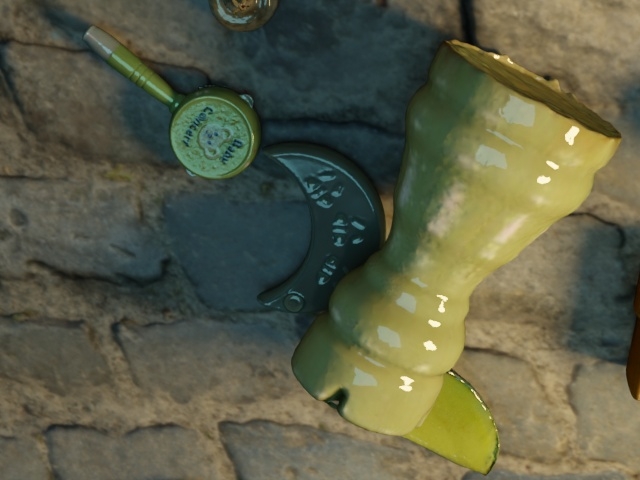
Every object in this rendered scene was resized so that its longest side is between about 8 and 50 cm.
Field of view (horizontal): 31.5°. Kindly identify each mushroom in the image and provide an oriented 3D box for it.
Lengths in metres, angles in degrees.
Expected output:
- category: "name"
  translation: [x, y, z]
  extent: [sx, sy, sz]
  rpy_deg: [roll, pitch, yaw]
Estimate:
- category: "mushroom"
  translation: [-0.093, -0.285, 1.338]
  extent: [0.085, 0.079, 0.085]
  rpy_deg: [3, 114, 6]

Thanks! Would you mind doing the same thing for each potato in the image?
- category: "potato"
  translation: [0.165, 0.226, 1.508]
  extent: [0.198, 0.054, 0.119]
  rpy_deg: [40, 110, -10]

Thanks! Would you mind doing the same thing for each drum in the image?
- category: "drum"
  translation: [-0.194, -0.161, 1.418]
  extent: [0.253, 0.049, 0.130]
  rpy_deg: [24, 112, 0]

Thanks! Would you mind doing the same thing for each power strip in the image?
- category: "power strip"
  translation: [0.000, 0.000, 1.447]
  extent: [0.167, 0.054, 0.253]
  rpy_deg: [4, 110, 9]

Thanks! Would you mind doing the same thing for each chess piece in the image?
- category: "chess piece"
  translation: [0.142, 0.010, 1.323]
  extent: [0.234, 0.234, 0.442]
  rpy_deg: [27, 109, -2]

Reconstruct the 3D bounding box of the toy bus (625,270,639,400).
- category: "toy bus"
  translation: [0.441, 0.097, 1.392]
  extent: [0.114, 0.098, 0.201]
  rpy_deg: [7, 113, 6]
